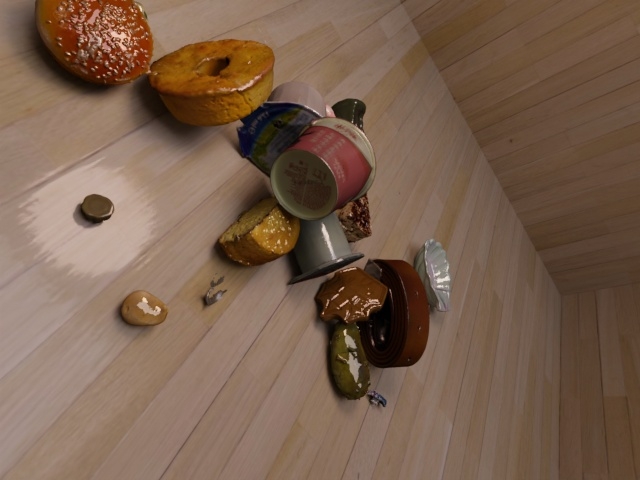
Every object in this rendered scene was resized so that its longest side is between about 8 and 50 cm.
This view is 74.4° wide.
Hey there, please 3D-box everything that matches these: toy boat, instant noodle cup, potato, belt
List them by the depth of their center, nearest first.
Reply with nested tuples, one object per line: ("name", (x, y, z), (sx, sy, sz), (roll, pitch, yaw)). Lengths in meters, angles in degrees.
("potato", (-0.344, 0.136, 0.830), (0.084, 0.062, 0.068), (20, 86, -10))
("instant noodle cup", (-0.003, -0.165, 1.033), (0.234, 0.235, 0.178), (58, 40, -13))
("potato", (0.082, 0.336, 1.196), (0.118, 0.090, 0.225), (1, 75, -48))
("toy boat", (0.169, 0.480, 1.278), (0.083, 0.038, 0.038), (46, 45, -25))
("belt", (0.218, 0.217, 1.305), (0.122, 0.217, 0.337), (10, 70, -39))
("toy boat", (0.443, 0.141, 1.672), (0.200, 0.100, 0.289), (9, 67, -45))

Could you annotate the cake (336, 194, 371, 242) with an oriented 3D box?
("cake", (0.115, -0.105, 1.407), (0.135, 0.112, 0.245), (47, 41, -28))

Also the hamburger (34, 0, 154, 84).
("hamburger", (-0.463, -0.431, 0.872), (0.237, 0.148, 0.236), (17, 64, -41))

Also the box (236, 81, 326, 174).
("box", (-0.099, -0.335, 1.198), (0.291, 0.262, 0.206), (31, 40, -25))

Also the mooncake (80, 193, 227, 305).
("mooncake", (-0.333, 0.024, 0.893), (0.150, 0.057, 0.346), (-45, 112, -34))

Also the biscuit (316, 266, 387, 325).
("biscuit", (0.080, 0.163, 1.221), (0.215, 0.182, 0.034), (-34, 142, -30))

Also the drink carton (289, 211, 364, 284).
("drink carton", (0.000, 0.000, 1.185), (0.186, 0.191, 0.189), (-4, 71, -47))

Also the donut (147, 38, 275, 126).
("donut", (-0.250, -0.379, 1.014), (0.110, 0.304, 0.302), (84, 22, -46))

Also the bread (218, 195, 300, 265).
("bread", (-0.137, -0.017, 1.060), (0.139, 0.143, 0.229), (56, 41, -17))

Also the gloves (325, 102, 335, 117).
("gloves", (0.006, -0.359, 1.386), (0.145, 0.126, 0.240), (15, 58, -72))

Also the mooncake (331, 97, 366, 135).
("mooncake", (0.103, -0.405, 1.475), (0.104, 0.174, 0.168), (-8, 38, -46))
